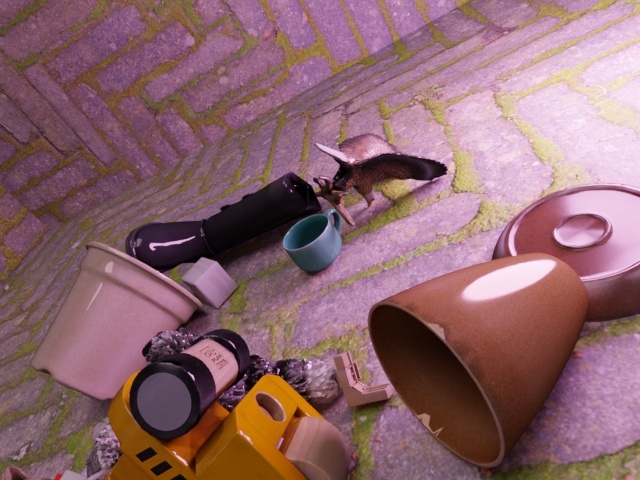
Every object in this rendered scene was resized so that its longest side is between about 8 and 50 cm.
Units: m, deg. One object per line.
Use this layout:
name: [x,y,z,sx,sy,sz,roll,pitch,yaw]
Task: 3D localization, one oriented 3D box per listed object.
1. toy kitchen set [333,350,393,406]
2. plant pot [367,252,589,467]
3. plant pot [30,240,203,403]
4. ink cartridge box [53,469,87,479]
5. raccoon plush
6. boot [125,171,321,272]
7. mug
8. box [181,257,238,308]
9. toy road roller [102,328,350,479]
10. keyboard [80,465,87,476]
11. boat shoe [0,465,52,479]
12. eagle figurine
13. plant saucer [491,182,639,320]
toy kitchen set: [0.076,0.224,0.761,0.075,0.083,0.068,-20,-8,22]
plant pot: [0.236,0.126,0.622,0.254,0.237,0.237,-29,27,-22]
plant pot: [-0.519,0.219,1.126,0.334,0.334,0.305,3,58,46]
ink cartridge box: [-0.531,0.578,0.815,0.261,0.066,0.296,-8,41,33]
raccoon plush: [-0.211,0.326,0.769,0.446,0.216,0.299,-11,45,33]
boot: [-0.256,-0.051,1.258,0.445,0.146,0.367,-19,0,20]
mug: [-0.002,0.006,1.107,0.158,0.097,0.129,-31,30,4]
box: [-0.304,0.115,1.235,0.102,0.101,0.087,8,50,51]
toy road roller: [-0.144,0.302,0.628,0.240,0.329,0.202,-52,-6,7]
keyboard: [-0.447,0.447,0.992,0.072,0.014,0.256,4,47,39]
boat shoe: [-0.512,0.465,0.790,0.302,0.109,0.098,-10,42,39]
eagle figurine: [0.132,-0.178,1.140,0.298,0.226,0.225,-32,-10,-10]
plant saucer: [0.439,-0.002,0.752,0.311,0.050,0.310,-25,32,17]
